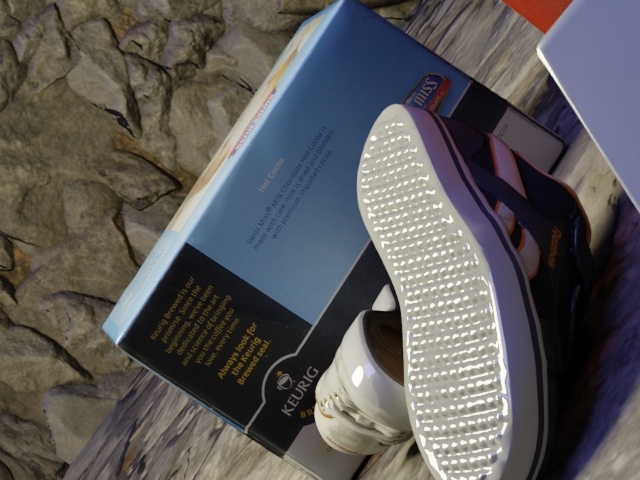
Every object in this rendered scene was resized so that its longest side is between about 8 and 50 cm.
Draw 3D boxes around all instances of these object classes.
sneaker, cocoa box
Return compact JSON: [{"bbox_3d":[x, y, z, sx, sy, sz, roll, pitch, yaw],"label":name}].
[{"bbox_3d":[0.051,0.116,1.319,0.123,0.106,0.290,-59,-3,8],"label":"sneaker"},{"bbox_3d":[0.000,0.000,1.568,0.347,0.228,0.231,-57,8,-5],"label":"cocoa box"},{"bbox_3d":[0.120,0.037,1.175,0.126,0.127,0.321,-57,31,37],"label":"sneaker"}]

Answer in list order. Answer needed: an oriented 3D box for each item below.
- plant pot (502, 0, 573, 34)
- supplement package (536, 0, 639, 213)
[{"bbox_3d":[0.237,-0.265,1.203,0.267,0.267,0.236,-57,20,-3],"label":"plant pot"},{"bbox_3d":[0.221,-0.044,0.318,0.263,0.198,0.199,-51,48,31],"label":"supplement package"}]
